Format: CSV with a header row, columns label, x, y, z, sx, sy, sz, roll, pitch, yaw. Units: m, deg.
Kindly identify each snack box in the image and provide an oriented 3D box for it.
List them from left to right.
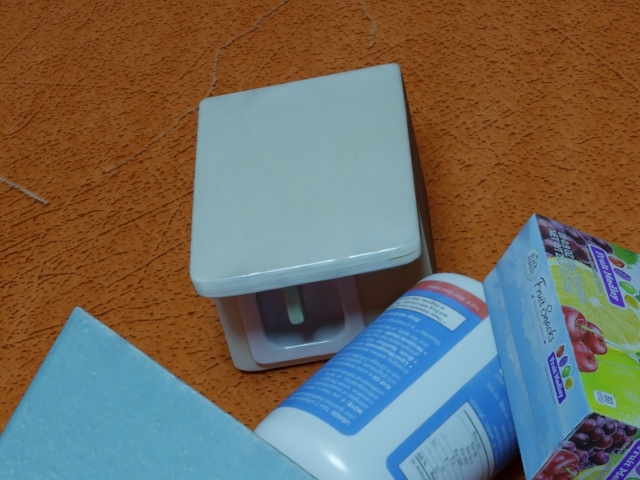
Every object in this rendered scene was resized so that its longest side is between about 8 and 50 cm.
label,x,y,z,sx,sy,sz,roll,pitch,yaw
snack box,0.208,0.090,1.089,0.207,0.070,0.174,21,34,-22

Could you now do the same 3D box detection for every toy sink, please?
label,x,y,z,sx,sy,sz,roll,pitch,yaw
toy sink,0.000,0.000,1.300,0.153,0.131,0.234,-11,34,5

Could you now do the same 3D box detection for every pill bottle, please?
label,x,y,z,sx,sy,sz,roll,pitch,yaw
pill bottle,0.034,0.129,1.140,0.124,0.124,0.221,26,53,39

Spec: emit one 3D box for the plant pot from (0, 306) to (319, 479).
label,x,y,z,sx,sy,sz,roll,pitch,yaw
plant pot,-0.056,0.228,0.878,0.247,0.248,0.252,31,81,45
